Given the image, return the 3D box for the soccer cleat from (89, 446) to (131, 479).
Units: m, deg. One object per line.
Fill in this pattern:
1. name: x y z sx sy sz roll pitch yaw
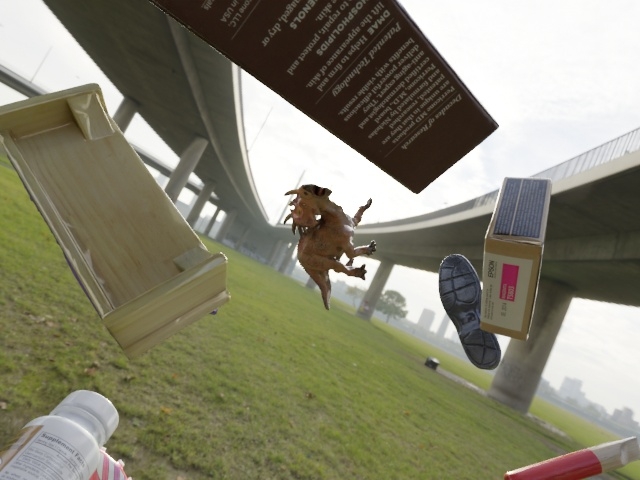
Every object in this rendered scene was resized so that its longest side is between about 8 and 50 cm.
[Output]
1. soccer cleat: -0.398 0.497 0.753 0.248 0.083 0.095 63 20 -10

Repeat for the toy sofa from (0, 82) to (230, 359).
1. toy sofa: -0.286 -0.026 0.563 0.362 0.150 0.177 50 -29 16

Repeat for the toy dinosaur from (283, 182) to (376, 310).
1. toy dinosaur: 0.000 0.000 0.843 0.200 0.295 0.127 8 31 -14

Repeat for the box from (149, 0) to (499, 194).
1. box: 0.018 -0.223 0.439 0.381 0.143 0.191 26 34 -41

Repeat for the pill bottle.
1. pill bottle: -0.417 0.344 0.606 0.131 0.131 0.229 26 22 -3

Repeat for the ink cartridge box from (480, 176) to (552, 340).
1. ink cartridge box: 0.358 0.031 0.743 0.088 0.193 0.234 10 -47 28

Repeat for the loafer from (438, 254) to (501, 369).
1. loafer: 0.383 0.185 1.046 0.109 0.302 0.095 -21 -32 20

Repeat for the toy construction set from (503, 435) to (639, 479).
1. toy construction set: 0.334 0.330 0.334 0.237 0.308 0.257 -15 -22 -4
